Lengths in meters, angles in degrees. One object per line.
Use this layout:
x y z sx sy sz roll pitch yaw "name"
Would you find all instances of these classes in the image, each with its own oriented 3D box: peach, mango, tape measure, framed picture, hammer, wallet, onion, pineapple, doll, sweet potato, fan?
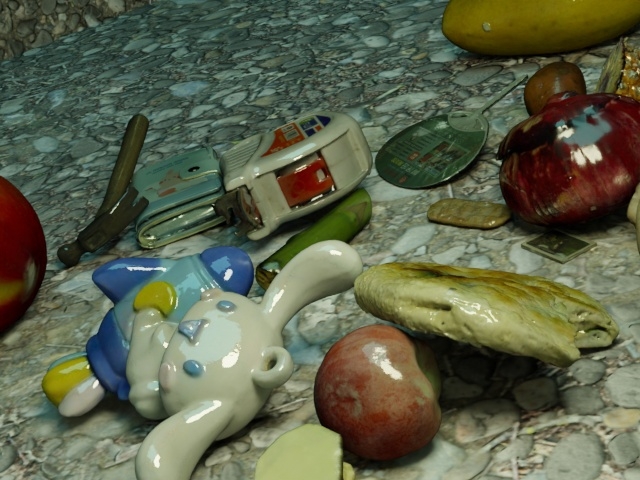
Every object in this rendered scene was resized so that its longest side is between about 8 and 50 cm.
-0.559 0.005 1.899 0.281 0.281 0.338 -19 34 -12 "peach"
0.459 -0.481 2.485 0.445 0.220 0.301 -20 29 10 "mango"
-0.048 -0.108 2.012 0.265 0.130 0.258 -23 14 -1 "tape measure"
0.333 0.006 1.741 0.066 0.006 0.089 -25 27 -23 "framed picture"
-0.358 -0.113 2.207 0.168 0.044 0.440 -34 24 19 "hammer"
0.064 0.176 1.394 0.152 0.152 0.152 -12 25 5 "peach"
-0.245 -0.078 2.156 0.176 0.075 0.250 -22 24 -2 "wallet"
0.368 -0.120 1.774 0.246 0.190 0.246 -19 5 2 "onion"
0.507 -0.215 1.972 0.137 0.161 0.176 19 56 -2 "pineapple"
-0.175 0.122 1.548 0.366 0.187 0.376 12 35 45 "doll"
0.399 -0.241 2.111 0.112 0.112 0.359 -8 25 13 "sweet potato"
0.225 -0.170 2.087 0.294 0.012 0.223 -23 30 15 "fan"

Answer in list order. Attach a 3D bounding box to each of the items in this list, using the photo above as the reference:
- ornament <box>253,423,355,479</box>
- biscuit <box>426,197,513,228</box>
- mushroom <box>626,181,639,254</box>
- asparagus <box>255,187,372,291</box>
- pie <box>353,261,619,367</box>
-0.038 0.282 1.299 0.201 0.059 0.180 -31 31 -28 "ornament"
0.225 -0.042 1.886 0.147 0.018 0.071 9 34 42 "biscuit"
0.496 -0.071 1.604 0.254 0.188 0.195 -28 30 -34 "mushroom"
0.000 0.002 1.870 0.067 0.060 0.278 3 28 39 "asparagus"
0.185 0.075 1.460 0.338 0.075 0.337 11 7 -1 "pie"
